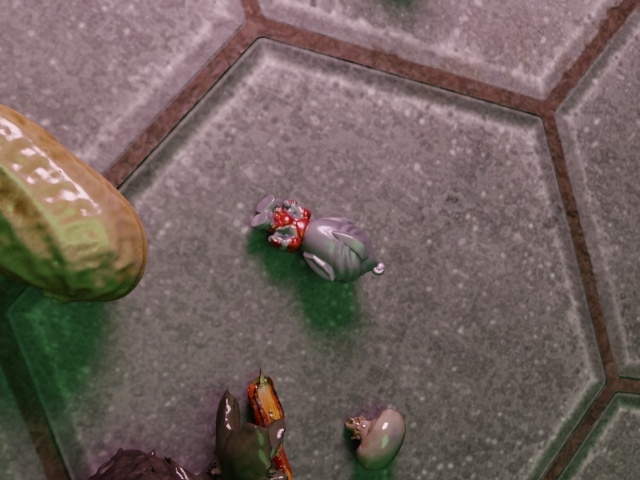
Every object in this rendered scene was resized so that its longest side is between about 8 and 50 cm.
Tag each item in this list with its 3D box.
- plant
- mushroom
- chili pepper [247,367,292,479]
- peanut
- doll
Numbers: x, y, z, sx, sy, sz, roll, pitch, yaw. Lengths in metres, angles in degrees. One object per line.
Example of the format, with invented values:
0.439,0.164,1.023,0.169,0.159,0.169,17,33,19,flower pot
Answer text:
-0.150,0.318,0.856,0.312,0.215,0.213,-35,102,-21,plant
0.069,0.256,1.032,0.079,0.085,0.085,29,78,21,mushroom
-0.061,0.244,0.987,0.045,0.027,0.178,-33,109,-59,chili pepper
-0.322,-0.049,0.804,0.325,0.140,0.153,33,96,-20,peanut
0.000,0.000,0.983,0.180,0.079,0.094,26,58,-9,doll
